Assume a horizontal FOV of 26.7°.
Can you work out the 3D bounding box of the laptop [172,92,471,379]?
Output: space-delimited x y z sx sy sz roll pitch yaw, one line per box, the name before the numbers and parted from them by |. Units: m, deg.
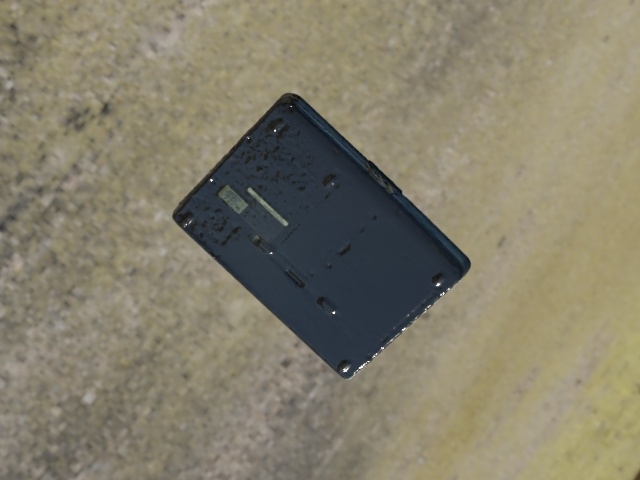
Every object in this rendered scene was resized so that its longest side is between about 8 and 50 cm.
laptop | 0.000 0.000 1.092 0.154 0.207 0.026 -44 -173 23
